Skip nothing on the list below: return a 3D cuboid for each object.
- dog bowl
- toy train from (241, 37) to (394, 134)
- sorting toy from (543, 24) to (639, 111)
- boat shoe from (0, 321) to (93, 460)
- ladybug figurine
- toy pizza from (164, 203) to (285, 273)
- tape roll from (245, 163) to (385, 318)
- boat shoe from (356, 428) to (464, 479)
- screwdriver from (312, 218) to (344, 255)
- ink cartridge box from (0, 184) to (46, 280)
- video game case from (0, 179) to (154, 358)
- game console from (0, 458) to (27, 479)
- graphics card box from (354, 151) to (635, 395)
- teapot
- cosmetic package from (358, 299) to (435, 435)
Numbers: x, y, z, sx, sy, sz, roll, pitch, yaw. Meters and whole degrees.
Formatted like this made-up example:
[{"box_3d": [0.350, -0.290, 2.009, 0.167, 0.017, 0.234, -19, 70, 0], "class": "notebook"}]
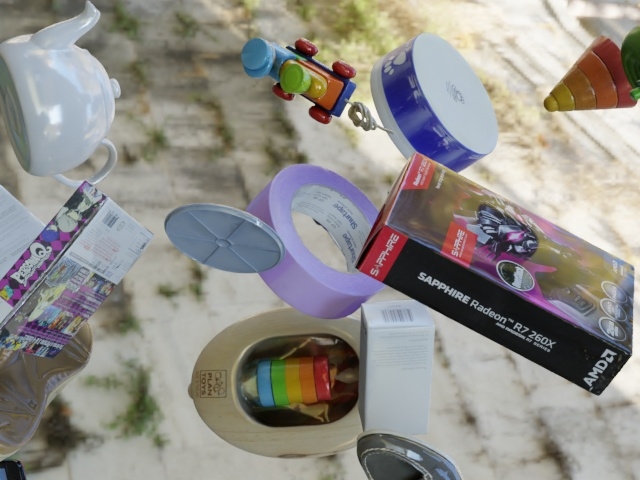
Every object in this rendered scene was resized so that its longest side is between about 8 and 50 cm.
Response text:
[{"box_3d": [0.217, -0.254, 2.043, 0.104, 0.265, 0.265, -29, -116, 34], "class": "dog bowl"}, {"box_3d": [-0.005, -0.243, 1.716, 0.248, 0.143, 0.105, 35, -75, 30], "class": "toy train"}, {"box_3d": [0.408, -0.215, 1.509, 0.127, 0.126, 0.365, 64, -4, -9], "class": "sorting toy"}, {"box_3d": [-0.412, 0.186, 1.457, 0.110, 0.121, 0.341, -39, -168, 23], "class": "boat shoe"}, {"box_3d": [-0.045, 0.288, 2.202, 0.162, 0.449, 0.305, 45, 44, -77], "class": "ladybug figurine"}, {"box_3d": [-0.152, -0.009, 1.746, 0.201, 0.201, 0.032, -43, -152, 55], "class": "toy pizza"}, {"box_3d": [0.000, 0.000, 1.922, 0.090, 0.275, 0.274, -41, -125, 39], "class": "tape roll"}, {"box_3d": [0.165, 0.389, 1.552, 0.112, 0.335, 0.095, -24, -143, 29], "class": "boat shoe"}, {"box_3d": [0.024, -0.014, 2.312, 0.170, 0.025, 0.024, 50, -12, -22], "class": "screwdriver"}, {"box_3d": [-0.513, 0.011, 1.525, 0.224, 0.223, 0.045, 38, -33, 27], "class": "ink cartridge box"}, {"box_3d": [-0.302, 0.043, 1.296, 0.042, 0.210, 0.232, 38, -5, 10], "class": "video game case"}, {"box_3d": [-0.477, 0.376, 1.511, 0.144, 0.085, 0.124, -9, -86, 38], "class": "game console"}, {"box_3d": [0.250, 0.038, 1.492, 0.094, 0.371, 0.233, -61, 180, 33], "class": "graphics card box"}, {"box_3d": [-0.429, -0.231, 1.822, 0.256, 0.187, 0.252, -30, -103, 65], "class": "teapot"}, {"box_3d": [0.126, 0.220, 1.837, 0.085, 0.117, 0.231, -102, -168, -59], "class": "cosmetic package"}]
